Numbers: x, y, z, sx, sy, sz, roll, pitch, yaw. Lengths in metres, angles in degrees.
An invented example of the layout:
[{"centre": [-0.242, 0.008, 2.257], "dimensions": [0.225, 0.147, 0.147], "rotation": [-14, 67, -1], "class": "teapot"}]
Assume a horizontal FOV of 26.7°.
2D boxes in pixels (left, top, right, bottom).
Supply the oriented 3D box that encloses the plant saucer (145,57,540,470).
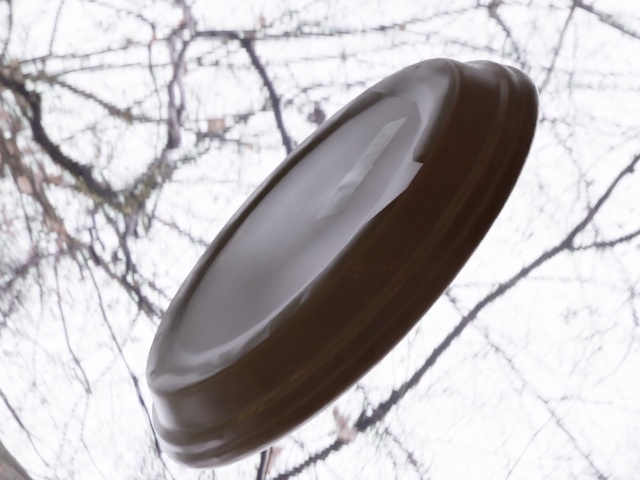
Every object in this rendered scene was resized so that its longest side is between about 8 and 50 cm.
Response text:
[{"centre": [0.000, 0.000, 0.717], "dimensions": [0.041, 0.278, 0.278], "rotation": [43, -110, -16], "class": "plant saucer"}]
